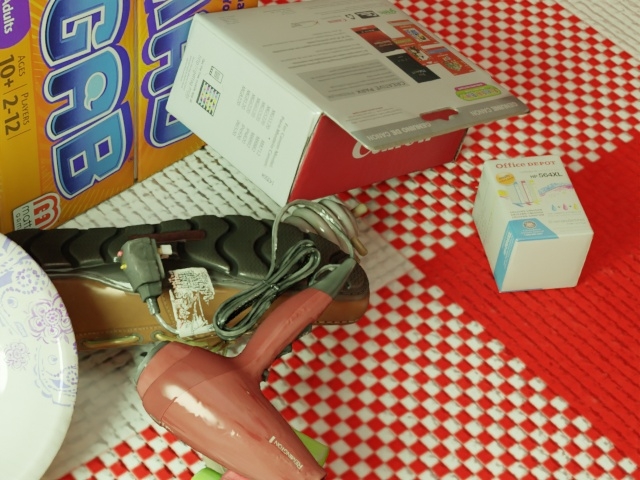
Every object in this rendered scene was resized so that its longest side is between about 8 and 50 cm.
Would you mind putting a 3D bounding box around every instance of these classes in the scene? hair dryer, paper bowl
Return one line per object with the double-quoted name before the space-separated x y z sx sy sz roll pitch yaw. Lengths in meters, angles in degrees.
"hair dryer" -0.058 0.097 1.220 0.223 0.080 0.294 -11 66 -5
"paper bowl" -0.373 0.120 1.211 0.284 0.284 0.148 -36 16 -34

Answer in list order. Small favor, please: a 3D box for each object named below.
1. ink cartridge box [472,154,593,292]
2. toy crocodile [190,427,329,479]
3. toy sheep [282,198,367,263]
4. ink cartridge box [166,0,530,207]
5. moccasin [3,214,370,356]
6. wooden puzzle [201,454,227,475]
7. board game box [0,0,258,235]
"ink cartridge box" 0.232 -0.026 1.519 0.092 0.090 0.143 -5 48 -11
"toy crocodile" -0.105 0.279 1.178 0.115 0.105 0.340 30 50 20
"toy sheep" 0.000 0.000 1.471 0.132 0.091 0.091 -33 58 -26
"ink cartridge box" 0.037 -0.148 1.523 0.272 0.130 0.309 41 36 28
"moccasin" -0.141 0.065 1.367 0.380 0.147 0.139 -5 33 -6
"wooden puzzle" -0.081 0.198 1.322 0.078 0.014 0.116 -13 50 -13
"board game box" -0.315 -0.285 1.511 0.356 0.356 0.356 -32 58 -31
